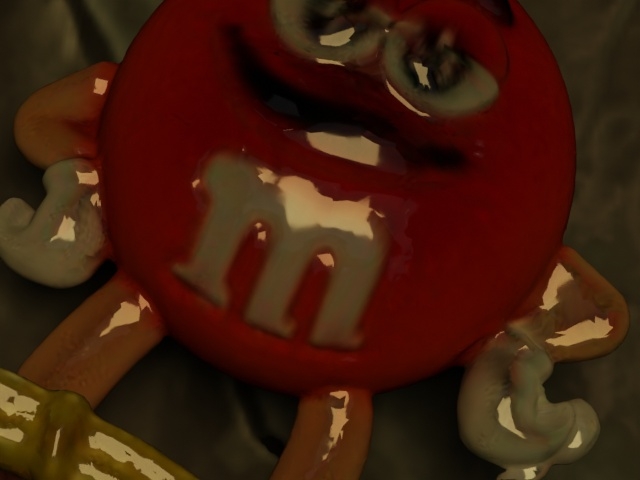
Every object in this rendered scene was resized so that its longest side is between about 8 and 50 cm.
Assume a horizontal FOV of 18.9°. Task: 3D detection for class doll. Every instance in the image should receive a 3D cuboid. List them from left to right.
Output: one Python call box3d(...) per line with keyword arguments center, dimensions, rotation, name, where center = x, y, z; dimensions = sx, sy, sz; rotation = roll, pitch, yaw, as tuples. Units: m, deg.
box3d(center=(0.000, 0.000, 0.524), dimensions=(0.183, 0.085, 0.217), rotation=(33, 77, 3), name="doll")

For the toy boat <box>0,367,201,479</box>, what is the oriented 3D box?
box3d(center=(-0.106, 0.092, 0.455), dimensions=(0.318, 0.099, 0.141), rotation=(21, 97, 6), name="toy boat")
